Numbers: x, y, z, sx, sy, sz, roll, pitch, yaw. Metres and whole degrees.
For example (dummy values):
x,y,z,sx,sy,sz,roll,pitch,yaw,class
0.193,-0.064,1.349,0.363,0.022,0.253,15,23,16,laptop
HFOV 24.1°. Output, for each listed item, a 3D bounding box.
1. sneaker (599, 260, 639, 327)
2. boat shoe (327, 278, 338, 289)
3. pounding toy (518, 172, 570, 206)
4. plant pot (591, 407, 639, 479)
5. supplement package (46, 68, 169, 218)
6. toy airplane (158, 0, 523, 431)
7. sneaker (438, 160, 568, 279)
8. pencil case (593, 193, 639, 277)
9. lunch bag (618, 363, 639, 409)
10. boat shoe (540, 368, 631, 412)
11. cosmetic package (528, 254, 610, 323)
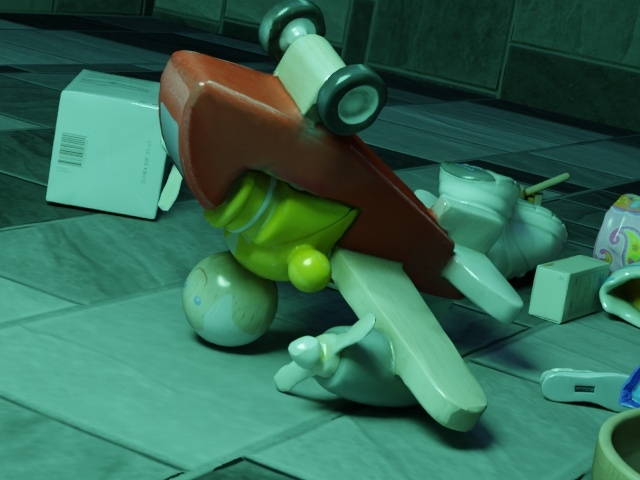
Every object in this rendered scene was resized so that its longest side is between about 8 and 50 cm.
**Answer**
x,y,z,sx,sy,sz,roll,pitch,yaw,class
0.416,0.079,1.644,0.228,0.087,0.092,12,18,42,sneaker
0.070,0.040,1.610,0.137,0.043,0.049,13,11,6,boat shoe
0.252,-0.045,1.992,0.141,0.100,0.130,12,13,8,pounding toy
0.282,0.195,0.940,0.237,0.110,0.237,9,12,-2,plant pot
-0.253,-0.125,1.865,0.133,0.139,0.244,10,11,-5,supplement package
0.000,0.000,1.352,0.384,0.272,0.386,48,5,-1,toy airplane
0.198,0.000,1.752,0.111,0.129,0.297,16,-5,32,sneaker
0.478,0.031,1.820,0.284,0.124,0.124,18,15,28,pencil case
0.434,0.149,1.226,0.293,0.138,0.221,32,13,36,lunch bag
0.249,0.133,1.366,0.100,0.035,0.035,4,15,1,boat shoe
0.280,0.053,1.680,0.041,0.060,0.115,17,13,31,cosmetic package
